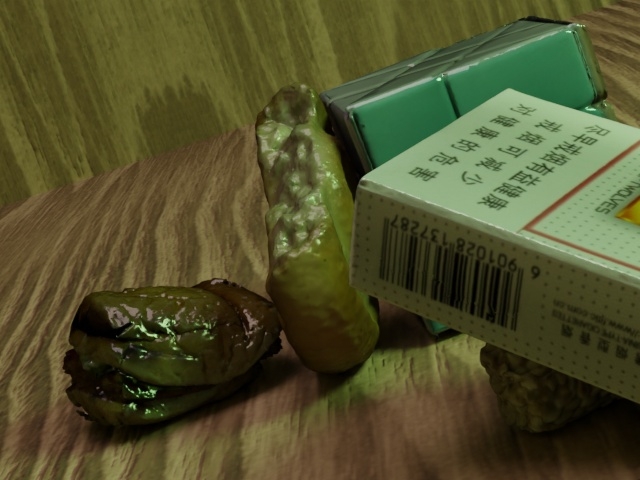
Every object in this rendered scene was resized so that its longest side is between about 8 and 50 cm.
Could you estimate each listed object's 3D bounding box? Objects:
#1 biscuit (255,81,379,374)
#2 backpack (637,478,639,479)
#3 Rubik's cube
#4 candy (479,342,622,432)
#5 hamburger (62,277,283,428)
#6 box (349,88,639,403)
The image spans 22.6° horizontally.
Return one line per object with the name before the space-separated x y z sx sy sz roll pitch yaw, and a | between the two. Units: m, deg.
biscuit | 0.001 0.000 1.431 0.091 0.213 0.274 -16 45 4
backpack | 0.244 0.159 0.634 0.258 0.133 0.206 -4 10 32
Rubik's cube | 0.151 -0.067 1.495 0.231 0.224 0.221 -21 11 -2
candy | 0.174 0.085 1.143 0.110 0.085 0.095 -33 22 -17
hamburger | -0.141 0.090 1.490 0.206 0.130 0.183 -21 15 -18
box | 0.213 0.010 1.077 0.330 0.095 0.210 20 33 29
